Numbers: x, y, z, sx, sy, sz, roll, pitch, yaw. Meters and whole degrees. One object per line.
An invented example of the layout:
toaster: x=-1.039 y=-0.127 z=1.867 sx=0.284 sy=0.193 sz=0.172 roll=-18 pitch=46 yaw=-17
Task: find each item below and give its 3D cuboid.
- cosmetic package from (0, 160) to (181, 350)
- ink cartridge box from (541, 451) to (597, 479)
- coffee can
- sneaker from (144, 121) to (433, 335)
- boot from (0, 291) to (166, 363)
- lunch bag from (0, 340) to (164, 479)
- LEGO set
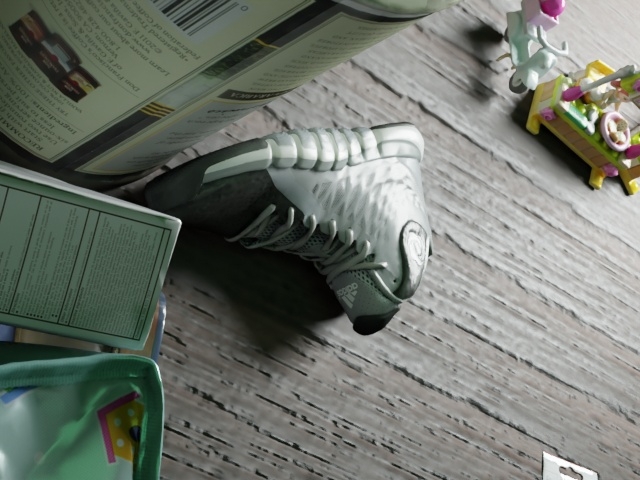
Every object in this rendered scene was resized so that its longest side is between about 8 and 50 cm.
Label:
cosmetic package: x=-0.166 y=-0.011 z=0.583 sx=0.098 sy=0.239 sz=0.061 roll=18 pitch=89 yaw=-36
ink cartridge box: x=0.165 y=0.214 z=0.935 sx=0.062 sy=0.029 sz=0.115 roll=25 pitch=59 yaw=-32
coffee can: x=-0.067 y=-0.161 z=0.695 sx=0.201 sy=0.275 sz=0.202 roll=16 pitch=65 yaw=-37
sneaker: x=0.000 y=0.000 z=0.830 sx=0.228 sy=0.086 sz=0.132 roll=-12 pitch=86 yaw=-44
boot: x=-0.153 y=0.111 z=0.674 sx=0.106 sy=0.082 sz=0.219 roll=20 pitch=56 yaw=-19
lunch bag: x=-0.218 y=0.124 z=0.497 sx=0.262 sy=0.223 sz=0.160 roll=-5 pitch=87 yaw=-43
LEGO set: x=0.280 y=-0.114 z=1.097 sx=0.287 sy=0.107 sz=0.132 roll=13 pitch=67 yaw=-37
